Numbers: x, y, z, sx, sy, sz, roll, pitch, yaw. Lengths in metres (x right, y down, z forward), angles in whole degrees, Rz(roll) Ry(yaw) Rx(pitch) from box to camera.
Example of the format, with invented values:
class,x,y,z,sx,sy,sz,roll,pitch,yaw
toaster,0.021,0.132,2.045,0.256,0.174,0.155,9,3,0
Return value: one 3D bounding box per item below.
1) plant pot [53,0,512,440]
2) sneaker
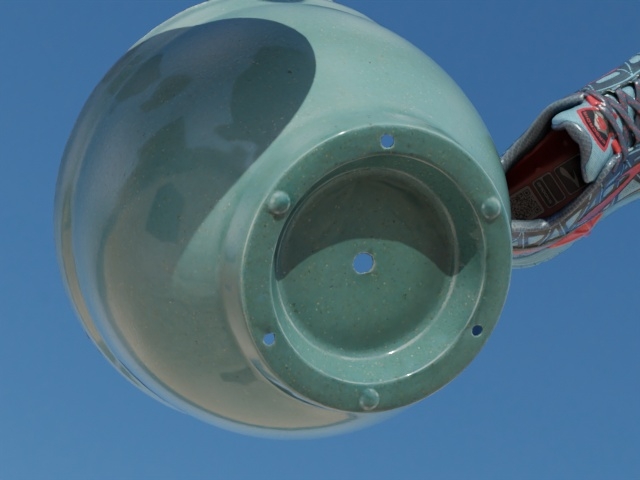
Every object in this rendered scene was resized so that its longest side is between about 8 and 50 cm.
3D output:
class,x,y,z,sx,sy,sz,roll,pitch,yaw
plant pot,0.000,0.000,1.122,0.293,0.293,0.196,35,-3,-25
sneaker,0.221,-0.071,1.372,0.104,0.262,0.125,51,3,13
